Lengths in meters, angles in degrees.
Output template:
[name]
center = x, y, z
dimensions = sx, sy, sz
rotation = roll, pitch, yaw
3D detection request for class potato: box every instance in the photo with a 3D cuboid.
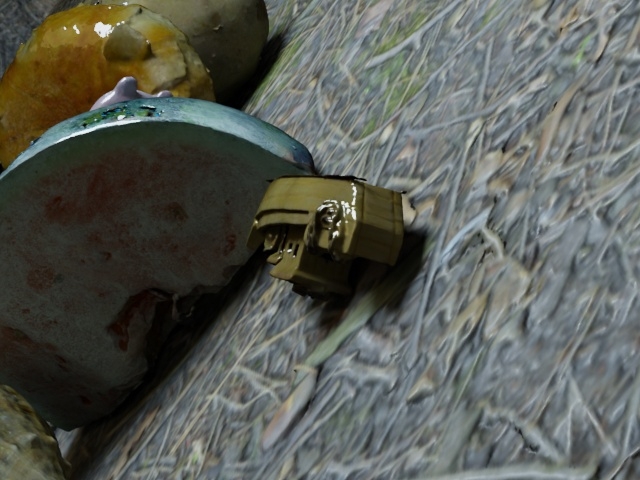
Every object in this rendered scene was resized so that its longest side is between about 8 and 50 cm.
[potato]
center = -0.151, -0.164, 1.792
dimensions = 0.262, 0.165, 0.165
rotation = -52, 14, 35

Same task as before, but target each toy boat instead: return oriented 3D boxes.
[toy boat]
center = 0.000, 0.000, 1.206
dimensions = 0.206, 0.064, 0.072
rotation = 178, 107, -73

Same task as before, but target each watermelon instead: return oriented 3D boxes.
[watermelon]
center = -0.159, -0.020, 1.467
dimensions = 0.322, 0.188, 0.175
rotation = -45, 19, 22

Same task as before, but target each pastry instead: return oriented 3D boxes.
[pastry]
center = -0.183, -0.094, 1.676
dimensions = 0.100, 0.229, 0.218
rotation = -25, -59, -58

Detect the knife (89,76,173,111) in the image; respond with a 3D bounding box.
[knife]
center = -0.227, 0.043, 1.590
dimensions = 0.398, 0.132, 0.038
rotation = -57, 48, 15

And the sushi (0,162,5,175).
[sushi]
center = -0.272, -0.024, 1.918
dimensions = 0.127, 0.124, 0.225
rotation = -23, 36, 62

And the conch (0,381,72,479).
[conch]
center = -0.258, 0.163, 1.375
dimensions = 0.291, 0.210, 0.159
rotation = -20, 60, 42
